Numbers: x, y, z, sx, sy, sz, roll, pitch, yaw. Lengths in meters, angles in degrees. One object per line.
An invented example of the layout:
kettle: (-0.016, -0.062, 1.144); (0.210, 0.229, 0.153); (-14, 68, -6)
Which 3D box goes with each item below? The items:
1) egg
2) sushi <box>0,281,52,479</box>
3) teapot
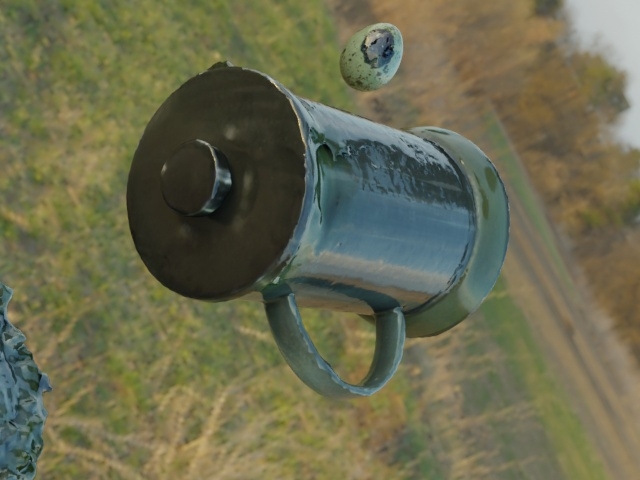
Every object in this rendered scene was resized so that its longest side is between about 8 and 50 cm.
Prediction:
egg: (0.076, -0.268, 1.925); (0.085, 0.110, 0.085); (34, 27, -20)
sushi: (-0.390, 0.118, 1.051); (0.352, 0.178, 0.294); (8, 68, -57)
teapot: (0.000, 0.000, 1.115); (0.337, 0.200, 0.270); (12, 67, -54)
